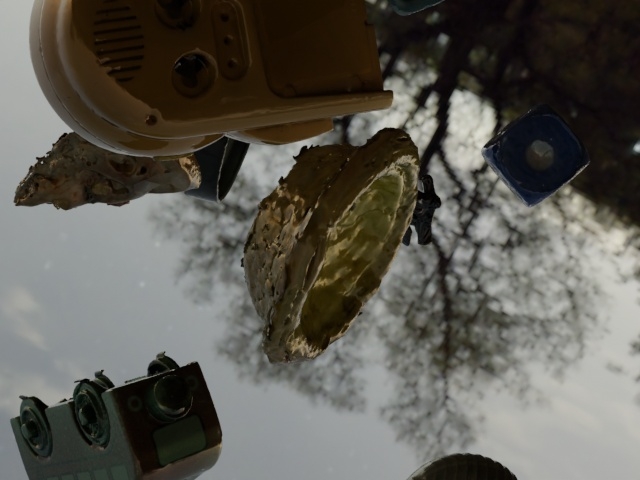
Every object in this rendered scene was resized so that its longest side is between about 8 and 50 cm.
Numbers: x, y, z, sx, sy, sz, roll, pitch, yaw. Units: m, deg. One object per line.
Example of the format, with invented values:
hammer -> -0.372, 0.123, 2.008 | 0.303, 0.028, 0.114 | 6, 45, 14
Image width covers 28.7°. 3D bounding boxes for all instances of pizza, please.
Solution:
pizza -> -0.338, -0.105, 1.933 | 0.297, 0.071, 0.189 | -7, 152, -1

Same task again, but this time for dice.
dice -> 0.377, -0.151, 2.194 | 0.143, 0.146, 0.146 | 51, -176, 1

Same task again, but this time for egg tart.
egg tart -> 0.000, 0.000, 1.592 | 0.132, 0.345, 0.345 | 27, -168, 18

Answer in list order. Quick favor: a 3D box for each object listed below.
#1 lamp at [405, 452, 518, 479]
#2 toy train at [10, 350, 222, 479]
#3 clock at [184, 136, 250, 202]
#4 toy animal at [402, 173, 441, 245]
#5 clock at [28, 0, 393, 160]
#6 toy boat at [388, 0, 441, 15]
lamp -> 0.226, 0.473, 2.113 | 0.233, 0.233, 0.265 | 26, 153, -8
toy train -> -0.231, 0.220, 1.400 | 0.129, 0.159, 0.326 | -19, 179, -38
clock -> -0.160, -0.222, 2.216 | 0.067, 0.325, 0.325 | 19, -168, 2
toy animal -> 0.095, -0.039, 2.146 | 0.210, 0.121, 0.117 | 2, -124, -6
clock -> -0.112, -0.203, 1.201 | 0.317, 0.244, 0.200 | -12, -175, -23
toy boat -> 0.131, -0.341, 1.026 | 0.145, 0.332, 0.133 | 25, -168, 5
